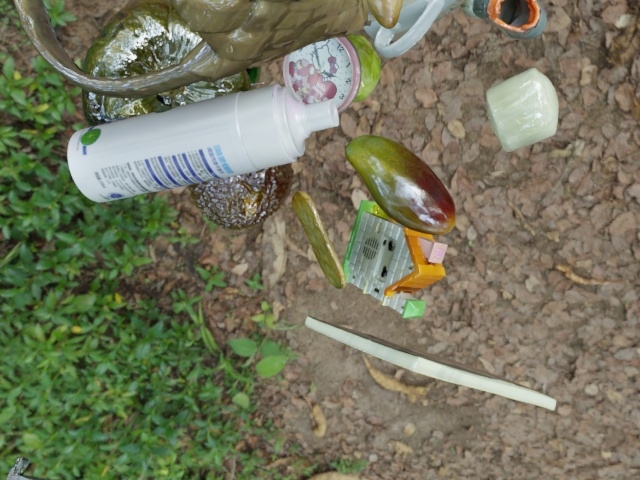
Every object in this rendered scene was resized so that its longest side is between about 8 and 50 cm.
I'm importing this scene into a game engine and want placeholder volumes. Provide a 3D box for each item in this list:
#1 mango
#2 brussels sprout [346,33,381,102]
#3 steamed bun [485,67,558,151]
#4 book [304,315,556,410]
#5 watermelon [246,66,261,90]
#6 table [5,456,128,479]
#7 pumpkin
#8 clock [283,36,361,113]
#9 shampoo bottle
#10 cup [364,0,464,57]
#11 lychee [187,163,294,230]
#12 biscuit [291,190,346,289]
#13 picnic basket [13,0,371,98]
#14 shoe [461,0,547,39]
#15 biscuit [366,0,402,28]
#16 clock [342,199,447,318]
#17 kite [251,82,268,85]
[{"bbox_3d":[0.158,-0.111,1.031,0.267,0.133,0.111,43,158,6],"label":"mango"},{"bbox_3d":[0.084,-0.525,1.599,0.223,0.223,0.161,26,167,-5],"label":"brussels sprout"},{"bbox_3d":[0.606,-0.373,1.564,0.199,0.155,0.250,-17,149,25],"label":"steamed bun"},{"bbox_3d":[0.186,0.207,0.887,0.373,0.028,0.262,23,172,-35],"label":"book"},{"bbox_3d":[-0.299,-0.537,1.606,0.242,0.242,0.243,8,129,10],"label":"watermelon"},{"bbox_3d":[-0.330,0.513,0.787,0.222,0.273,0.335,9,153,13],"label":"table"},{"bbox_3d":[-0.304,-0.341,1.004,0.324,0.242,0.232,-15,109,-17],"label":"pumpkin"},{"bbox_3d":[0.002,-0.468,1.464,0.244,0.056,0.245,13,118,26],"label":"clock"},{"bbox_3d":[-0.129,-0.113,0.595,0.303,0.092,0.092,-10,124,13],"label":"shampoo bottle"},{"bbox_3d":[0.224,-0.588,1.256,0.256,0.301,0.227,-1,160,44],"label":"cup"},{"bbox_3d":[-0.199,-0.162,1.248,0.267,0.268,0.268,8,129,10],"label":"lychee"},{"bbox_3d":[0.000,0.000,1.198,0.247,0.029,0.118,66,161,-10],"label":"biscuit"},{"bbox_3d":[-0.144,-0.279,0.461,0.337,0.337,0.293,-17,89,27],"label":"picnic basket"},{"bbox_3d":[0.557,-0.629,1.451,0.336,0.171,0.132,3,121,-36],"label":"shoe"},{"bbox_3d":[0.052,-0.427,0.813,0.207,0.047,0.165,24,101,29],"label":"biscuit"},{"bbox_3d":[0.184,0.044,1.264,0.106,0.255,0.220,7,104,-37],"label":"clock"},{"bbox_3d":[-0.196,-0.395,1.338,0.138,0.157,0.011,-3,110,-2],"label":"kite"}]
